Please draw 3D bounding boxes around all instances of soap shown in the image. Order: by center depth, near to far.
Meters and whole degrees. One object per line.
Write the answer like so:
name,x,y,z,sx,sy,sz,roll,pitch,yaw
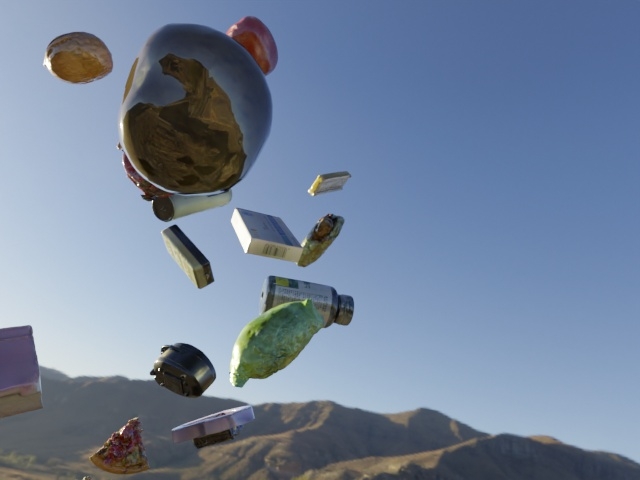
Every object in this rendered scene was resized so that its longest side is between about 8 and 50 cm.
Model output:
soap,0.043,-0.248,1.994,0.037,0.252,0.092,44,-61,17

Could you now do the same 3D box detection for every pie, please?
pie,0.001,0.001,1.906,0.105,0.274,0.257,42,16,9

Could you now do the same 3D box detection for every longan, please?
longan,-0.292,-0.300,1.094,0.336,0.405,0.404,9,-25,25

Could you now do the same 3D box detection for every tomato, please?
tomato,-0.213,-0.559,1.373,0.187,0.151,0.187,-26,-22,-11

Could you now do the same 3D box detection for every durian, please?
durian,-0.103,0.212,0.992,0.139,0.250,0.101,1,-62,60

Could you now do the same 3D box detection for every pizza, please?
pizza,-0.691,0.713,1.622,0.201,0.193,0.053,5,-38,-11

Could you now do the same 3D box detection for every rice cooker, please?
rice cooker,-0.350,0.332,1.187,0.165,0.106,0.112,13,-56,17

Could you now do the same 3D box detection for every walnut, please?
walnut,-0.675,-0.509,1.295,0.180,0.144,0.144,-18,-15,-24

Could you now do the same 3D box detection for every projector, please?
projector,-0.474,-0.153,1.748,0.108,0.108,0.337,-2,13,27

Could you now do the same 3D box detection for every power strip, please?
power strip,-0.447,0.055,1.560,0.256,0.070,0.105,39,-32,34

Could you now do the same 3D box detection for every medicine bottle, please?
medicine bottle,-0.042,0.204,1.493,0.293,0.141,0.141,12,-25,-14

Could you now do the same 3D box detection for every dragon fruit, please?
dragon fruit,-0.511,-0.260,1.429,0.211,0.282,0.147,32,5,31

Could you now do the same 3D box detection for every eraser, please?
eraser,-0.971,0.371,1.248,0.359,0.272,0.122,-4,-58,-35

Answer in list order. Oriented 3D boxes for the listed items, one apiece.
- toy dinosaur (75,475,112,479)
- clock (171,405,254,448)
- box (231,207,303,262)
toy dinosaur,-0.526,0.634,1.097,0.057,0.142,0.212,-31,-63,-4
clock,-0.252,0.460,1.135,0.198,0.064,0.172,-16,-14,4
box,-0.209,-0.025,1.743,0.200,0.065,0.343,12,17,-24
